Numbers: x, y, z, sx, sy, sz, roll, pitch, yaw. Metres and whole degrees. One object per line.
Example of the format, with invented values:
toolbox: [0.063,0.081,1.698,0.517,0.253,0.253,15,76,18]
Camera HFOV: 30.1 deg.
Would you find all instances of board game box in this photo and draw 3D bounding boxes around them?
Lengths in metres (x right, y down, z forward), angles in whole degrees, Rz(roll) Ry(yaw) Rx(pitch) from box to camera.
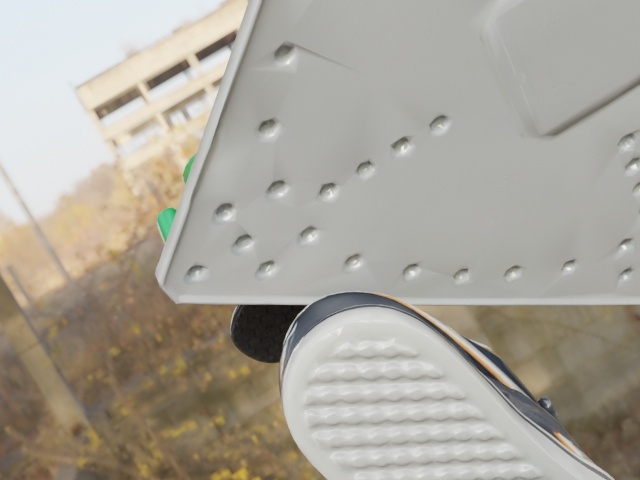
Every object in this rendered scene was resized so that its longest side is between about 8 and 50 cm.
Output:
board game box: [0.136,-0.125,0.642,0.390,0.050,0.390,2,-51,-30]

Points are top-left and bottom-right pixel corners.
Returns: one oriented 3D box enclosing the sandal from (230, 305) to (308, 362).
sandal: [0.000,0.000,0.742,0.179,0.067,0.040,-53,17,24]

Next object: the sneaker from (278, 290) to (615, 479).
sneaker: [0.100,0.149,0.647,0.126,0.321,0.127,-38,12,3]
